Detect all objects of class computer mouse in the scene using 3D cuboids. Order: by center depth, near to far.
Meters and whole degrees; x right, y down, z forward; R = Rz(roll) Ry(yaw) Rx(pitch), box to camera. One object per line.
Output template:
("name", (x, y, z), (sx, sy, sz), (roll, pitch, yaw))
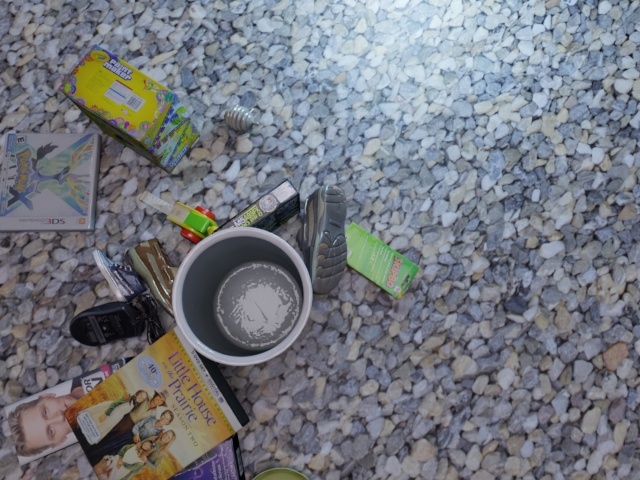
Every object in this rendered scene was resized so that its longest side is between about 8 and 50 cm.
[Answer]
("computer mouse", (-0.603, 0.245, 1.385), (0.273, 0.072, 0.188), (-8, 113, 1))

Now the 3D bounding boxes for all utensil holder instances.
("utensil holder", (-0.186, 0.162, 1.263), (0.328, 0.385, 0.327), (0, 79, -1))

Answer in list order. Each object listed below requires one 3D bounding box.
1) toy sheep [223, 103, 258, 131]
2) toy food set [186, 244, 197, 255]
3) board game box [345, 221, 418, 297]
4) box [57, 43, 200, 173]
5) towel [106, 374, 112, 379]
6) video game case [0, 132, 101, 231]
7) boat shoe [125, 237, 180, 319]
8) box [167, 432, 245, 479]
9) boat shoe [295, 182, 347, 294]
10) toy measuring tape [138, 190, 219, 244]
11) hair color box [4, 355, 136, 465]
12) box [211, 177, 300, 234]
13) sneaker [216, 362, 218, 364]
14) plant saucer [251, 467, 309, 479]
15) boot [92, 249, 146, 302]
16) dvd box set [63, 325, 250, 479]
("toy sheep", (-0.262, -0.402, 1.530), (0.132, 0.091, 0.091), (16, 78, 21))
("toy food set", (-0.376, 0.052, 1.447), (0.084, 0.020, 0.082), (-1, 118, -9))
("board game box", (0.173, 0.065, 1.470), (0.260, 0.039, 0.124), (34, 81, 8))
("box", (-0.568, -0.388, 1.420), (0.290, 0.279, 0.177), (33, 80, 4))
("towel", (-0.447, 0.457, 1.270), (0.199, 0.031, 0.274), (-27, 78, -6))
("video game case", (-0.876, -0.190, 1.496), (0.300, 0.036, 0.328), (-1, 78, -2))
("boat shoe", (-0.454, 0.125, 1.401), (0.120, 0.122, 0.324), (-38, 82, -13))
("box", (-0.328, 0.644, 1.302), (0.207, 0.108, 0.153), (-13, 80, -4))
("boat shoe", (0.000, 0.000, 1.436), (0.132, 0.130, 0.355), (26, 62, -38))
("toy measuring tape", (-0.431, -0.069, 1.467), (0.330, 0.121, 0.121), (23, 78, 26))
("hair color box", (-0.687, 0.482, 1.329), (0.348, 0.105, 0.173), (-23, 79, -5))
("box", (-0.184, -0.059, 1.395), (0.270, 0.216, 0.060), (-37, 83, -7))
("sneaker", (-0.422, 0.426, 1.359), (0.130, 0.109, 0.286), (30, 75, 16))
("plant saucer", (-0.114, 0.771, 1.318), (0.241, 0.037, 0.240), (0, 79, -1))
("boot", (-0.620, 0.097, 1.434), (0.086, 0.069, 0.189), (-32, 89, -14))
("dvd box set", (-0.427, 0.452, 1.192), (0.421, 0.062, 0.307), (-36, 79, 9))
